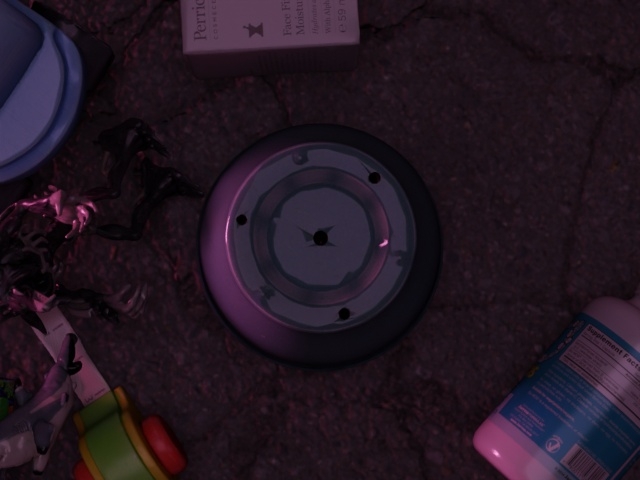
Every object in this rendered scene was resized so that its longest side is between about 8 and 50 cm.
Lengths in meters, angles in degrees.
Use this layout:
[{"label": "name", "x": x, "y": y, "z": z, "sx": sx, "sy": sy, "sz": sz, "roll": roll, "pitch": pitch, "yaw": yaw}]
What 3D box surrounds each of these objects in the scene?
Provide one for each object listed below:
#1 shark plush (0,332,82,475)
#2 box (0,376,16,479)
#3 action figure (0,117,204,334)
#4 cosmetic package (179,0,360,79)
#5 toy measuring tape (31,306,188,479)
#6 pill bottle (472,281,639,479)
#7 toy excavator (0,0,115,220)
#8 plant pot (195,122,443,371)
[{"label": "shark plush", "x": -0.286, "y": 0.161, "z": 1.569, "sx": 0.067, "sy": 0.073, "sz": 0.161, "roll": 24, "pitch": 71, "yaw": -1}, {"label": "box", "x": -0.474, "y": 0.262, "z": 1.513, "sx": 0.177, "sy": 0.290, "sz": 0.279, "roll": 4, "pitch": 87, "yaw": 34}, {"label": "action figure", "x": -0.247, "y": 0.002, "z": 1.587, "sx": 0.276, "sy": 0.141, "sz": 0.164, "roll": -49, "pitch": 133, "yaw": -22}, {"label": "cosmetic package", "x": -0.054, "y": -0.260, "z": 1.630, "sx": 0.183, "sy": 0.151, "sz": 0.151, "roll": -4, "pitch": 86, "yaw": -1}, {"label": "toy measuring tape", "x": -0.234, "y": 0.184, "z": 1.627, "sx": 0.121, "sy": 0.121, "sz": 0.330, "roll": -32, "pitch": 88, "yaw": -2}, {"label": "pill bottle", "x": 0.293, "y": 0.160, "z": 1.617, "sx": 0.146, "sy": 0.146, "sz": 0.264, "roll": 42, "pitch": 87, "yaw": 1}, {"label": "toy excavator", "x": -0.435, "y": -0.229, "z": 1.478, "sx": 0.433, "sy": 0.445, "sz": 0.222, "roll": 34, "pitch": 87, "yaw": 1}, {"label": "plant pot", "x": 0.000, "y": 0.000, "z": 1.568, "sx": 0.271, "sy": 0.255, "sz": 0.272, "roll": 0, "pitch": 87, "yaw": 0}]
